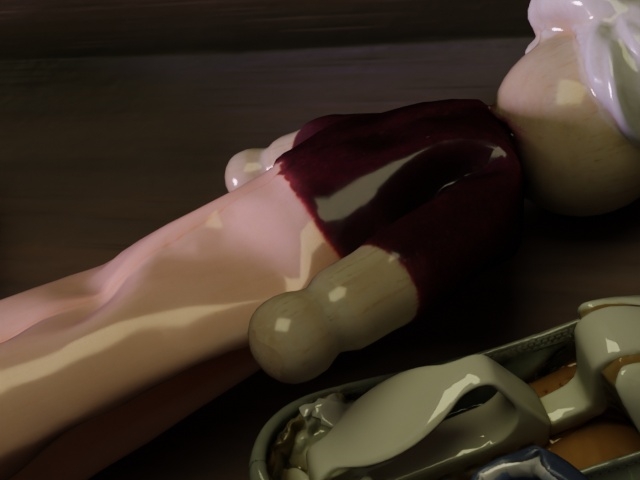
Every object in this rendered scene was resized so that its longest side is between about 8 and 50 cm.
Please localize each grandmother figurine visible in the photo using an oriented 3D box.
[{"bbox_3d":[0.000,0.000,0.439,0.342,0.104,0.208,-25,31,0],"label":"grandmother figurine"}]

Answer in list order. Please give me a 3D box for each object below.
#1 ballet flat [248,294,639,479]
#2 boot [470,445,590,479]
[{"bbox_3d":[0.078,0.055,0.372,0.213,0.068,0.072,-21,45,7],"label":"ballet flat"},{"bbox_3d":[0.082,0.144,0.279,0.069,0.086,0.190,-27,45,0],"label":"boot"}]
